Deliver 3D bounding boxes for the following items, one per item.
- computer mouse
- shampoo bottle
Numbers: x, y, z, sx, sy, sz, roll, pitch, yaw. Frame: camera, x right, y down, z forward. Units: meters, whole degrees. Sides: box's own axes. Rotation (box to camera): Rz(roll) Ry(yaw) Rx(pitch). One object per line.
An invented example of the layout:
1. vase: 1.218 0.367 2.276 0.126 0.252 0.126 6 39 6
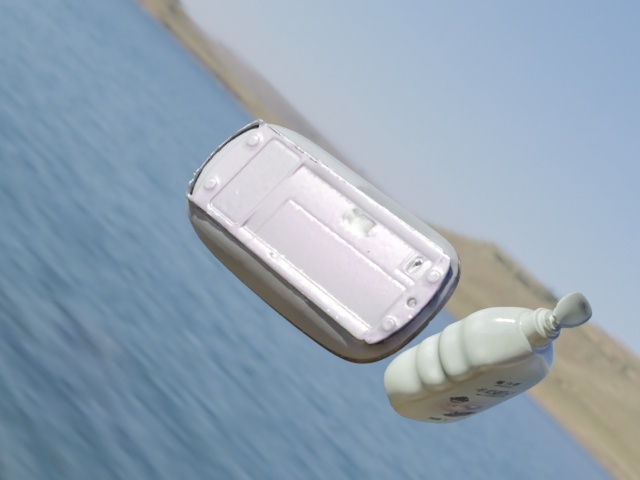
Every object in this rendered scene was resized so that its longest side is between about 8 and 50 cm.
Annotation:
1. computer mouse: 0.000 0.000 1.244 0.245 0.126 0.056 36 -11 32
2. shampoo bottle: 0.109 0.067 0.977 0.077 0.152 0.045 12 58 -34
